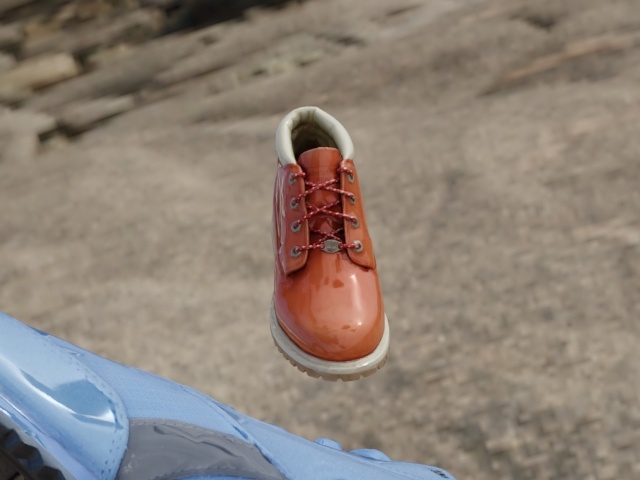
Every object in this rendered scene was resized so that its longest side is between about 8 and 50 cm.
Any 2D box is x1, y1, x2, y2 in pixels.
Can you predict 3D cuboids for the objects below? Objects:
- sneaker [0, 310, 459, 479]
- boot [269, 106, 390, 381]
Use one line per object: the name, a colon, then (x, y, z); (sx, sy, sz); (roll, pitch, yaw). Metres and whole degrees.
sneaker: (-0.011, 0.070, 0.377); (0.082, 0.209, 0.069); (-52, -4, -45)
boot: (0.000, 0.000, 0.894); (0.059, 0.085, 0.158); (-6, 40, -7)
